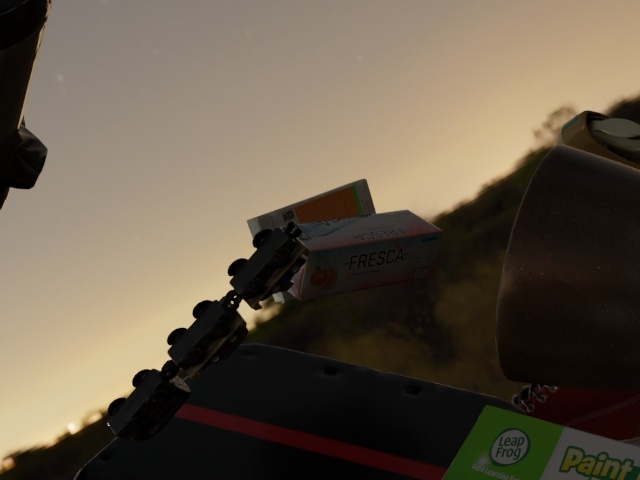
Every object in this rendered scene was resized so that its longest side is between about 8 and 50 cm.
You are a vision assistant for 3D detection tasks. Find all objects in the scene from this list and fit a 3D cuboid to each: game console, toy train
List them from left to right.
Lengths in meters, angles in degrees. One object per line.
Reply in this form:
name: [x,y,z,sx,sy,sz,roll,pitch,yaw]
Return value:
toy train: [-0.060,0.053,0.715,0.158,0.027,0.036,-49,-40,7]
game console: [0.002,0.218,1.237,0.387,0.060,0.342,10,25,21]

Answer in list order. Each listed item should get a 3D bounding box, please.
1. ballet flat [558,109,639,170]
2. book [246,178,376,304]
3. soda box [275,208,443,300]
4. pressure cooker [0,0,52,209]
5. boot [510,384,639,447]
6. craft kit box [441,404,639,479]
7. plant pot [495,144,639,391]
ballet flat: [0.425,-0.112,1.634,0.232,0.080,0.073,14,-31,-8]
book: [0.000,0.000,1.365,0.144,0.096,0.035,-21,4,-33]
soda box: [0.038,0.013,1.308,0.183,0.058,0.063,-8,29,-38]
pressure cooker: [-0.525,-0.201,1.511,0.375,0.370,0.420,-23,-29,-42]
boot: [0.235,0.164,1.390,0.244,0.176,0.088,-12,28,10]
craft kit box: [0.158,0.250,0.878,0.250,0.061,0.246,8,55,49]
plant pot: [0.296,0.045,1.080,0.230,0.215,0.215,14,18,25]
